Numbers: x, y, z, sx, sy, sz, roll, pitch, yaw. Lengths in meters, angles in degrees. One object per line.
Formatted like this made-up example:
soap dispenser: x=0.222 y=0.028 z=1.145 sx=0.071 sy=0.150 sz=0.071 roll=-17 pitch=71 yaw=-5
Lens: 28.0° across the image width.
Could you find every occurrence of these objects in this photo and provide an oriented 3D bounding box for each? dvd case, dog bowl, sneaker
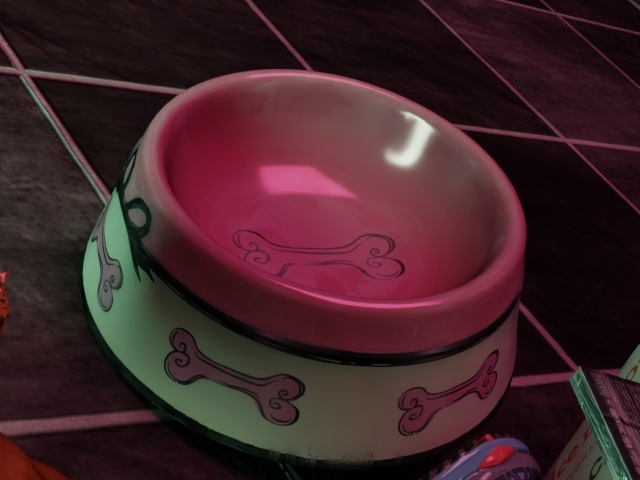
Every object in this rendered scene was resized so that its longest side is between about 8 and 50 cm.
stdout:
dvd case: x=0.270 y=0.160 z=0.789 sx=0.221 sy=0.018 sz=0.165 roll=17 pitch=28 yaw=-18
dog bowl: x=0.000 y=0.000 z=1.135 sx=0.407 sy=0.150 sz=0.408 roll=11 pitch=37 yaw=-8
sneaker: x=0.108 y=0.249 z=1.022 sx=0.261 sy=0.104 sz=0.125 roll=-22 pitch=69 yaw=-48

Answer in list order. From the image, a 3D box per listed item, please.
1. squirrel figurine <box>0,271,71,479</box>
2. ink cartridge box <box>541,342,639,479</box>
squirrel figurine: x=-0.250 y=0.074 z=0.674 sx=0.370 sy=0.281 sz=0.397 roll=40 pitch=33 yaw=-36
ink cartridge box: x=0.251 y=0.265 z=0.919 sx=0.160 sy=0.279 sz=0.385 roll=28 pitch=27 yaw=-1
